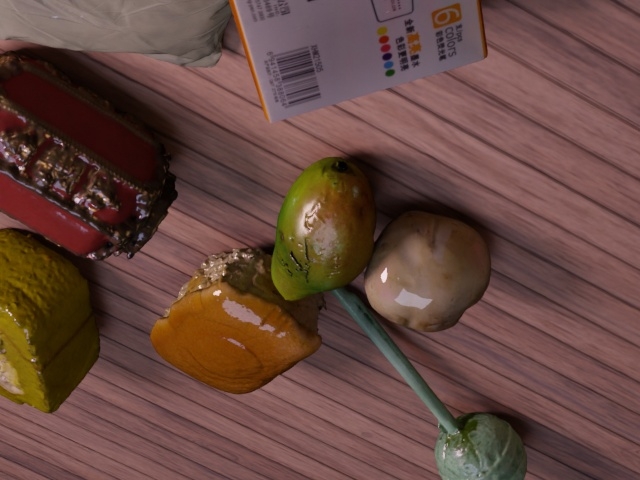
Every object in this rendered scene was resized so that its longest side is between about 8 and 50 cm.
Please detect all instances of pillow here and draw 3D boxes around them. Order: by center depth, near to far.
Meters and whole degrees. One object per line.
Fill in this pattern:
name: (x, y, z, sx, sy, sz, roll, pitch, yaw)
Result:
pillow: (-0.203, -0.247, 1.337, 0.274, 0.076, 0.281, 8, 158, -14)

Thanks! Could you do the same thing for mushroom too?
mushroom: (0.120, 0.036, 1.611, 0.148, 0.148, 0.112, 21, -175, -3)

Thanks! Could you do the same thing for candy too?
candy: (0.123, 0.186, 1.843, 0.119, 0.119, 0.440, -17, 125, 40)

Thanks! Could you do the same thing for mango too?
mango: (0.000, 0.000, 1.608, 0.111, 0.125, 0.233, 19, 141, -7)

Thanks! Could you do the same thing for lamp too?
lamp: (-0.296, -0.094, 1.588, 0.274, 0.177, 0.177, 32, 143, -18)

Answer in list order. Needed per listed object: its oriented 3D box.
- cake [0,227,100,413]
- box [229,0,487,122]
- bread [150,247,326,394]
cake: (-0.410, 0.111, 1.930, 0.179, 0.156, 0.260, 26, 143, 19)
box: (0.022, -0.245, 1.224, 0.221, 0.091, 0.274, -15, 140, -2)
bread: (-0.104, 0.105, 1.798, 0.174, 0.121, 0.245, 38, 142, -13)
